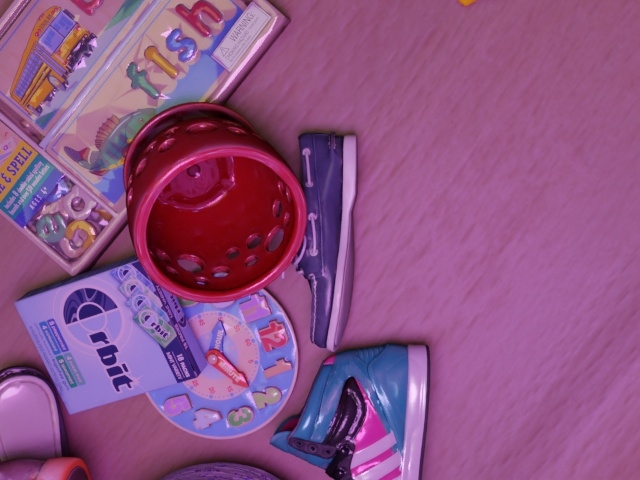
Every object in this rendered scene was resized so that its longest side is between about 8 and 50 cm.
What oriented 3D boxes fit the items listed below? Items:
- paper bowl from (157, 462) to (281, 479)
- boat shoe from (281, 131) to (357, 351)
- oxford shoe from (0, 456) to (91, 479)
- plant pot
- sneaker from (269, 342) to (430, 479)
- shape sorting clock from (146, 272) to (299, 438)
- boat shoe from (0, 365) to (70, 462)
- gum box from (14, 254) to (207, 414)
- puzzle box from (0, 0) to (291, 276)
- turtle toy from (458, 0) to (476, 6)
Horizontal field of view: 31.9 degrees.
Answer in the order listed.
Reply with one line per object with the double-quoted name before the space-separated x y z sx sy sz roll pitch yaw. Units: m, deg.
"paper bowl" -0.116 0.402 1.315 0.284 0.148 0.284 1 95 9
"boat shoe" 0.000 0.000 1.302 0.079 0.095 0.255 3 93 6
"oxford shoe" -0.330 0.420 1.308 0.132 0.130 0.364 1 101 10
"plant pot" -0.129 -0.050 1.254 0.191 0.174 0.191 -9 119 -17
"sneaker" 0.028 0.261 1.299 0.178 0.124 0.296 5 88 3
"shape sorting clock" -0.127 0.140 1.355 0.206 0.040 0.206 0 93 7
"boat shoe" -0.354 0.316 1.383 0.112 0.095 0.335 -5 98 -18
"gum box" -0.249 0.111 1.333 0.184 0.041 0.157 -18 104 21
"puzzle box" -0.266 -0.196 1.346 0.272 0.052 0.409 40 98 4
"turtle toy" 0.173 -0.334 1.270 0.095 0.066 0.130 -35 89 8
